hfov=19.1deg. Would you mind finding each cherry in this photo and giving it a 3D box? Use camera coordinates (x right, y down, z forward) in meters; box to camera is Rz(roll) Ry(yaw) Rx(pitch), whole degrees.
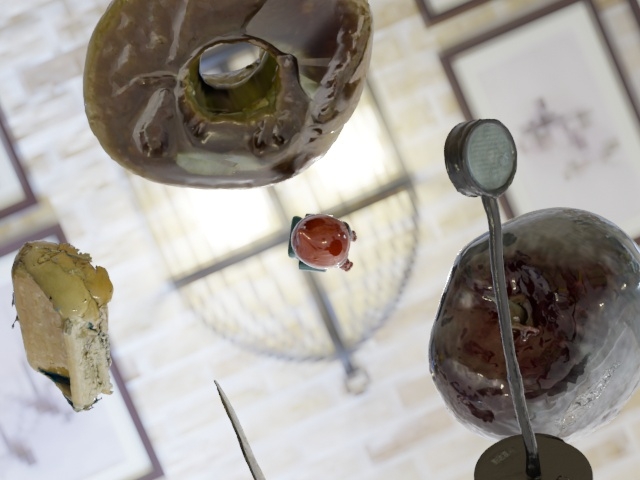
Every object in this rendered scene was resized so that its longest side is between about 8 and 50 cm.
[{"bbox_3d":[0.230,0.090,1.935,0.255,0.218,0.296,-63,158,3],"label":"cherry"}]

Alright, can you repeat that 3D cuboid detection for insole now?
[{"bbox_3d":[-0.067,0.195,1.754,0.004,0.064,0.188,-28,-138,0],"label":"insole"}]

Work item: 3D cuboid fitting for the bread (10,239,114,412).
[{"bbox_3d":[-0.154,0.047,1.151,0.053,0.072,0.106,-32,146,-29],"label":"bread"}]

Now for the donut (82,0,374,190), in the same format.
[{"bbox_3d":[-0.095,-0.204,2.037,0.330,0.330,0.160,-22,-146,14],"label":"donut"}]

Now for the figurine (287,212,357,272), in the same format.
[{"bbox_3d":[0.000,0.000,2.110,0.075,0.068,0.140,8,174,7],"label":"figurine"}]

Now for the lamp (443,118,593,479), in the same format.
[{"bbox_3d":[0.143,0.077,1.671,0.108,0.371,0.130,2,-150,48],"label":"lamp"}]
